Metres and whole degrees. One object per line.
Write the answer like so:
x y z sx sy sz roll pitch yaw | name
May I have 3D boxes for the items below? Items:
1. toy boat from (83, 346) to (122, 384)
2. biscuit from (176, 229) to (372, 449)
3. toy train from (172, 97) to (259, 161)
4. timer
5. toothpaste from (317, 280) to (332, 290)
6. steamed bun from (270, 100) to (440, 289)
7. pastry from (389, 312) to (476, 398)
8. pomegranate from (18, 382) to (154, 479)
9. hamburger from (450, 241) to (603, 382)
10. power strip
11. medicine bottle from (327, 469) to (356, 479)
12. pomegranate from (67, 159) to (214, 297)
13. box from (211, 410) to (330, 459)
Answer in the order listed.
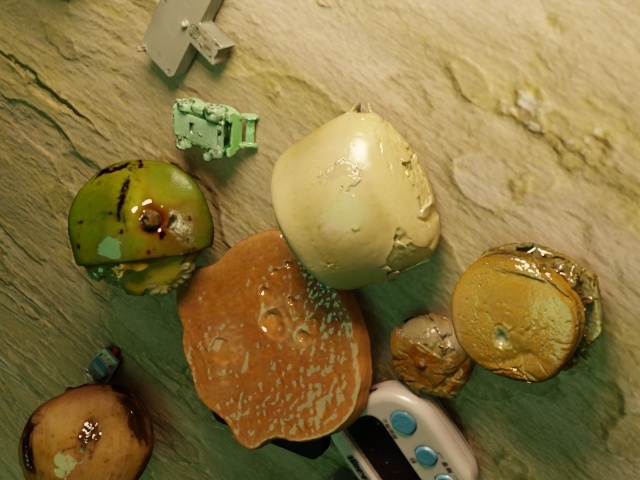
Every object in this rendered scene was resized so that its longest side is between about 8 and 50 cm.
-0.550 0.323 1.746 0.069 0.059 0.173 48 130 4 | toy boat
-0.087 0.185 1.287 0.365 0.062 0.385 -25 81 23 | biscuit
-0.189 -0.199 1.223 0.149 0.081 0.099 22 125 30 | toy train
0.150 0.375 1.282 0.237 0.087 0.262 -28 98 41 | timer
0.000 0.000 1.201 0.045 0.028 0.170 -13 88 5 | toothpaste
0.046 -0.055 1.077 0.232 0.166 0.273 -16 104 40 | steamed bun
0.186 0.193 1.171 0.153 0.081 0.153 17 131 20 | pastry
-0.557 0.485 1.682 0.322 0.322 0.322 15 121 27 | pomegranate
0.293 0.097 1.023 0.215 0.122 0.189 2 108 37 | hamburger
-0.210 -0.355 1.161 0.145 0.061 0.216 45 131 7 | power strip
0.032 0.524 1.460 0.058 0.058 0.091 39 129 11 | medicine bottle
-0.345 -0.028 1.316 0.340 0.260 0.260 13 124 57 | pomegranate
-0.109 0.286 1.422 0.289 0.073 0.290 13 120 28 | box
